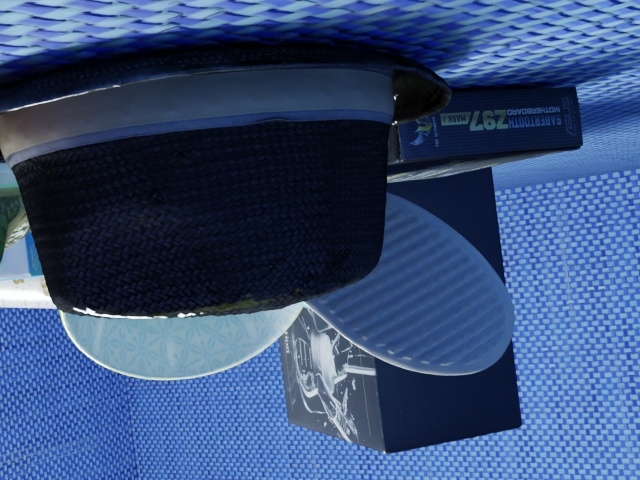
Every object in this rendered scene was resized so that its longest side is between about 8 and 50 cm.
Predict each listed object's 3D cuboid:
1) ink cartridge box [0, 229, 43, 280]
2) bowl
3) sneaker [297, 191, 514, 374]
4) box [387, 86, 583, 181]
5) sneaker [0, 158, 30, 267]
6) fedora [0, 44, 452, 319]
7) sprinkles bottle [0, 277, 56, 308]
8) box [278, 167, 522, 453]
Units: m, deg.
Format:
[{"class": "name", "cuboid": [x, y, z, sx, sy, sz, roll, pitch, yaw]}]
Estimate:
[{"class": "ink cartridge box", "cuboid": [-0.318, -0.009, 1.193, 0.060, 0.104, 0.180, -8, 178, 22]}, {"class": "bowl", "cuboid": [-0.168, 0.012, 1.190, 0.290, 0.289, 0.156, -7, -138, -15]}, {"class": "sneaker", "cuboid": [0.000, 0.000, 0.899, 0.366, 0.135, 0.150, 29, -178, -3]}, {"class": "box", "cuboid": [0.094, -0.090, 0.919, 0.184, 0.059, 0.233, -6, 179, -25]}, {"class": "sneaker", "cuboid": [-0.323, 0.024, 0.822, 0.158, 0.182, 0.410, -8, 179, -5]}, {"class": "fedora", "cuboid": [-0.071, -0.027, 0.667, 0.334, 0.152, 0.334, -8, 179, 0]}, {"class": "sprinkles bottle", "cuboid": [-0.351, 0.033, 1.307, 0.356, 0.121, 0.121, 3, 177, -12]}, {"class": "box", "cuboid": [0.071, 0.059, 1.226, 0.179, 0.343, 0.312, -6, 178, -23]}]
